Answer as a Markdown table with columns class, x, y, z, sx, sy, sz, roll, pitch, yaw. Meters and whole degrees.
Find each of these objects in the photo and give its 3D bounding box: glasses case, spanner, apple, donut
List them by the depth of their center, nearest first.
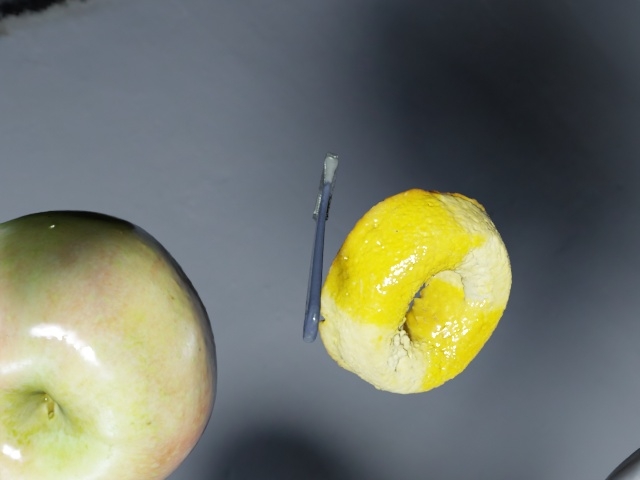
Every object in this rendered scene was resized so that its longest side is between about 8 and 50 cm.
| class | x | y | z | sx | sy | sz | roll | pitch | yaw |
| --- | --- | --- | --- | --- | --- | --- | --- | --- | --- |
| spanner | 0.000 | 0.000 | 0.929 | 0.012 | 0.046 | 0.208 | 11 | 34 | -3 |
| donut | 0.083 | 0.049 | 1.070 | 0.162 | 0.178 | 0.065 | -1 | 27 | -28 |
| apple | -0.257 | 0.117 | 1.352 | 0.319 | 0.319 | 0.277 | 26 | 26 | 0 |
| glasses case | 0.356 | 0.238 | 1.399 | 0.164 | 0.063 | 0.041 | -26 | 90 | -39 |
